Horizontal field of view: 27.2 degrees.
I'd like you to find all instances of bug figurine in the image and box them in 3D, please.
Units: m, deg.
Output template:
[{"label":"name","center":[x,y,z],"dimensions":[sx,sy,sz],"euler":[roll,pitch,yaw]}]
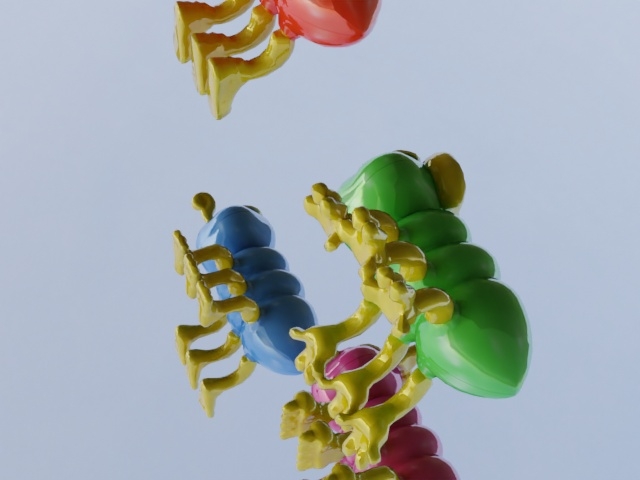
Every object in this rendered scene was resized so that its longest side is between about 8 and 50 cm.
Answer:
[{"label":"bug figurine","center":[0.000,0.000,0.474],"dimensions":[0.072,0.279,0.216],"euler":[-16,-123,-18]}]
